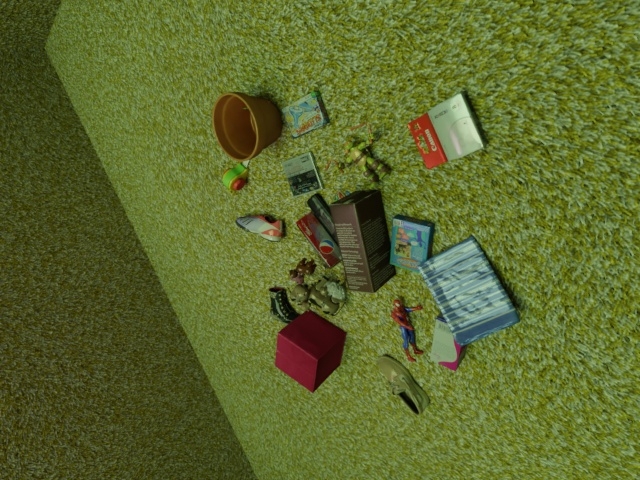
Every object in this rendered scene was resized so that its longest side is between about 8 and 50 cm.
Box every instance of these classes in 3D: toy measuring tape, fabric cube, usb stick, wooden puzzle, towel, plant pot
[{"bbox_3d":[-0.423,-0.356,2.054,0.121,0.121,0.330,44,133,16],"label":"toy measuring tape"},{"bbox_3d":[-0.053,0.566,2.104,0.258,0.254,0.259,26,126,27],"label":"fabric cube"},{"bbox_3d":[0.038,-0.089,1.834,0.278,0.045,0.077,53,128,7],"label":"usb stick"},{"bbox_3d":[0.087,-0.175,1.767,0.078,0.014,0.116,42,133,17],"label":"wooden puzzle"},{"bbox_3d":[0.522,0.186,1.464,0.243,0.040,0.336,-33,75,28],"label":"towel"},{"bbox_3d":[-0.309,-0.515,1.807,0.290,0.203,0.291,20,123,34],"label":"plant pot"}]

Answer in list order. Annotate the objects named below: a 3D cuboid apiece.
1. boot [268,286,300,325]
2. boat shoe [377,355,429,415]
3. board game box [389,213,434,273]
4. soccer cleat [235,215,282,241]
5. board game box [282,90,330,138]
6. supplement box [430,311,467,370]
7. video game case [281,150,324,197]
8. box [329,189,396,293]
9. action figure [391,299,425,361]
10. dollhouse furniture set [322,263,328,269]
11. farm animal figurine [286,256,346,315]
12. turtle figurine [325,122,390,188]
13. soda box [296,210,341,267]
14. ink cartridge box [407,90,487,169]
[{"bbox_3d":[-0.198,0.365,2.248,0.236,0.085,0.179,12,117,38],"label":"boot"},{"bbox_3d":[0.372,0.672,1.891,0.302,0.098,0.109,48,134,12],"label":"boat shoe"},{"bbox_3d":[0.358,0.016,1.603,0.160,0.047,0.211,19,122,33],"label":"board game box"},{"bbox_3d":[-0.317,-0.088,2.123,0.318,0.108,0.117,22,102,36],"label":"soccer cleat"},{"bbox_3d":[-0.063,-0.523,1.705,0.201,0.035,0.136,-12,103,44],"label":"board game box"},{"bbox_3d":[0.516,0.384,1.606,0.111,0.114,0.220,19,121,32],"label":"supplement box"},{"bbox_3d":[-0.082,-0.296,1.849,0.190,0.022,0.173,-10,104,43],"label":"video game case"},{"bbox_3d":[0.176,0.003,1.655,0.143,0.191,0.382,3,113,40],"label":"box"},{"bbox_3d":[0.391,0.377,1.730,0.139,0.091,0.281,-13,103,51],"label":"action figure"},{"bbox_3d":[0.008,0.086,1.923,0.091,0.081,0.114,-31,89,45],"label":"dollhouse furniture set"},{"bbox_3d":[-0.041,0.256,1.946,0.326,0.172,0.330,28,150,13],"label":"farm animal figurine"},{"bbox_3d":[0.155,-0.309,1.587,0.217,0.087,0.269,48,126,1],"label":"turtle figurine"},{"bbox_3d":[0.000,0.000,1.861,0.263,0.092,0.083,53,174,8],"label":"soda box"},{"bbox_3d":[0.412,-0.355,1.360,0.232,0.066,0.189,-21,97,41],"label":"ink cartridge box"}]
